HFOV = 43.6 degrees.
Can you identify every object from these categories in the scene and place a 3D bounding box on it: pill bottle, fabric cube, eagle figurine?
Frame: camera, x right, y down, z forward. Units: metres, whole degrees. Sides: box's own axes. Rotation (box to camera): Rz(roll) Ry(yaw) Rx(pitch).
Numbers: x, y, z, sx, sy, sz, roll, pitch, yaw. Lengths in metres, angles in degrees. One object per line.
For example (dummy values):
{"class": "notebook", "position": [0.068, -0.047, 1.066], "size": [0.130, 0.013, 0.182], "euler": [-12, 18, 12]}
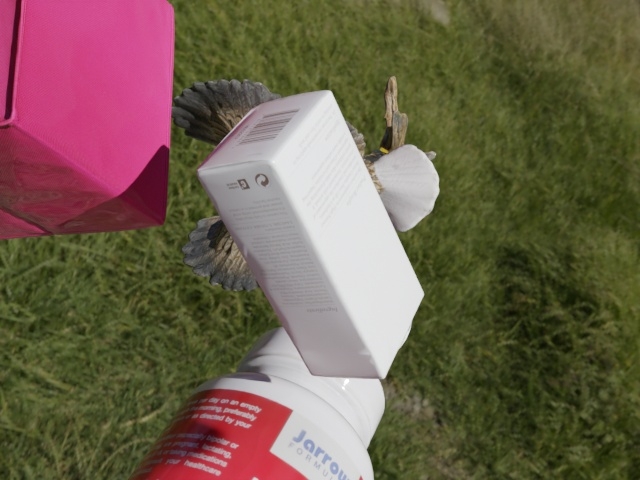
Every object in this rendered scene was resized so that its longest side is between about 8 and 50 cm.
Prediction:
{"class": "pill bottle", "position": [-0.085, 0.283, 0.794], "size": [0.229, 0.229, 0.407], "euler": [31, 45, 3]}
{"class": "fabric cube", "position": [-0.307, -0.155, 0.738], "size": [0.258, 0.259, 0.254], "euler": [43, 44, -70]}
{"class": "eagle figurine", "position": [-0.023, -0.073, 0.996], "size": [0.298, 0.225, 0.226], "euler": [-6, 57, -25]}

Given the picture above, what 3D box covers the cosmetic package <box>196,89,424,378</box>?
{"class": "cosmetic package", "position": [0.000, 0.000, 0.692], "size": [0.117, 0.086, 0.231], "euler": [-55, 130, -44]}
